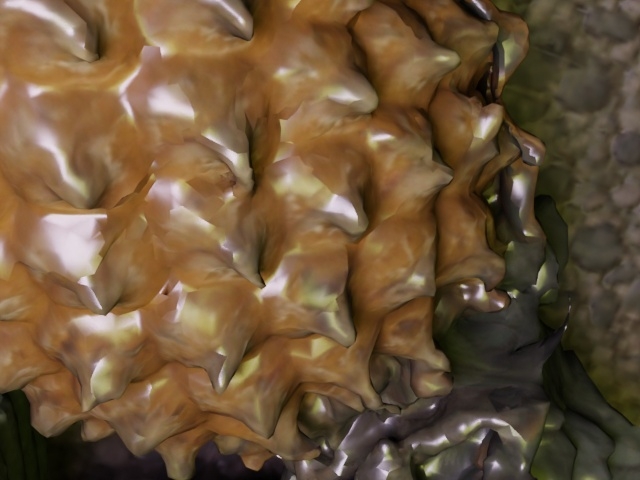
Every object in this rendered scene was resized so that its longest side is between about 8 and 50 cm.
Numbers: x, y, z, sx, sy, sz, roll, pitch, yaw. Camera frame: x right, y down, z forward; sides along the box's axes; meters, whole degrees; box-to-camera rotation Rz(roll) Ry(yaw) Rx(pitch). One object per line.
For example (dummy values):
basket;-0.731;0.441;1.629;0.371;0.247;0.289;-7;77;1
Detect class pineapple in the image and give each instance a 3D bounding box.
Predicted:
pineapple;-0.001;0.000;0.490;0.223;0.223;0.357;-40;116;8

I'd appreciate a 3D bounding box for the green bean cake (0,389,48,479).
green bean cake;-0.187;0.092;0.505;0.183;0.185;0.094;-6;114;-3
